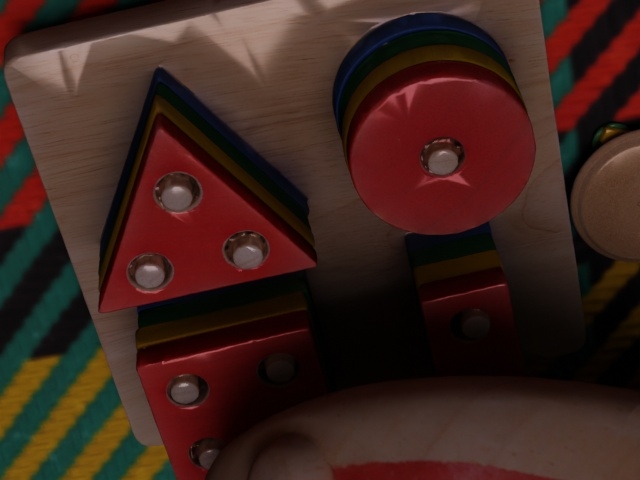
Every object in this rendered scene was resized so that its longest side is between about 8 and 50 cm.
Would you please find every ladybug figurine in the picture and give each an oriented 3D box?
[{"bbox_3d":[0.126,0.194,0.844,0.449,0.162,0.305,23,144,-39],"label":"ladybug figurine"}]

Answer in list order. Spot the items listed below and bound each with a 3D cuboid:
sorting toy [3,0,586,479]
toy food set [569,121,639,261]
[{"bbox_3d":[0.000,0.000,0.833,0.257,0.089,0.255,-13,125,2],"label":"sorting toy"},{"bbox_3d":[0.174,-0.025,0.887,0.083,0.020,0.082,12,117,-11],"label":"toy food set"}]
